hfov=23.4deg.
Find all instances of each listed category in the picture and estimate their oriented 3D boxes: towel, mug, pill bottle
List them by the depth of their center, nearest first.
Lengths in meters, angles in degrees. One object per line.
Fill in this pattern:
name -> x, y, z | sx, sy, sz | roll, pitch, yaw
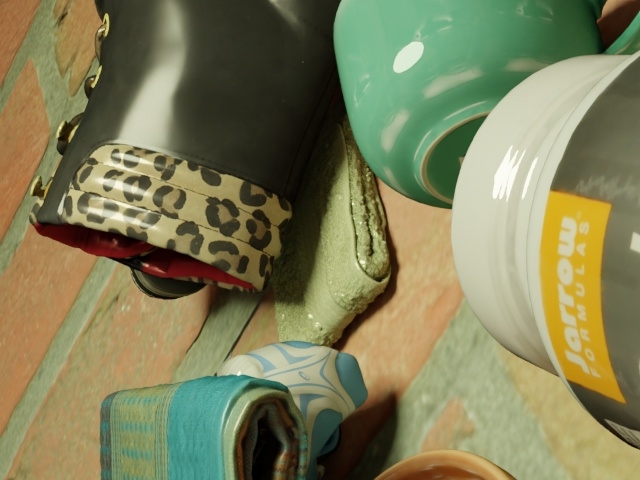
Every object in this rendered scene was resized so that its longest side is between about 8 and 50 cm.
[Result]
pill bottle -> 0.168, 0.011, 0.511 | 0.278, 0.162, 0.162 | 19, 91, 62
mug -> 0.084, -0.084, 0.753 | 0.158, 0.129, 0.097 | -46, 40, 39
towel -> -0.073, 0.211, 0.835 | 0.370, 0.040, 0.271 | 160, 110, -72
towel -> 0.000, 0.000, 0.967 | 0.110, 0.027, 0.148 | -51, 35, 37

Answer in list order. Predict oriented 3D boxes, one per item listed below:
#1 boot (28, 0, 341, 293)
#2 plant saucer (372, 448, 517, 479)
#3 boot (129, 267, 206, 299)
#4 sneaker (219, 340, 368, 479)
boot -> -0.124, -0.132, 1.026 | 0.377, 0.138, 0.284 | 14, 80, 32
plant saucer -> 0.047, 0.194, 0.696 | 0.200, 0.037, 0.200 | -41, 37, 41
boot -> -0.130, -0.038, 1.175 | 0.178, 0.085, 0.236 | -42, 41, 52
sneaker -> -0.039, 0.134, 0.921 | 0.237, 0.086, 0.085 | 124, 140, -55
